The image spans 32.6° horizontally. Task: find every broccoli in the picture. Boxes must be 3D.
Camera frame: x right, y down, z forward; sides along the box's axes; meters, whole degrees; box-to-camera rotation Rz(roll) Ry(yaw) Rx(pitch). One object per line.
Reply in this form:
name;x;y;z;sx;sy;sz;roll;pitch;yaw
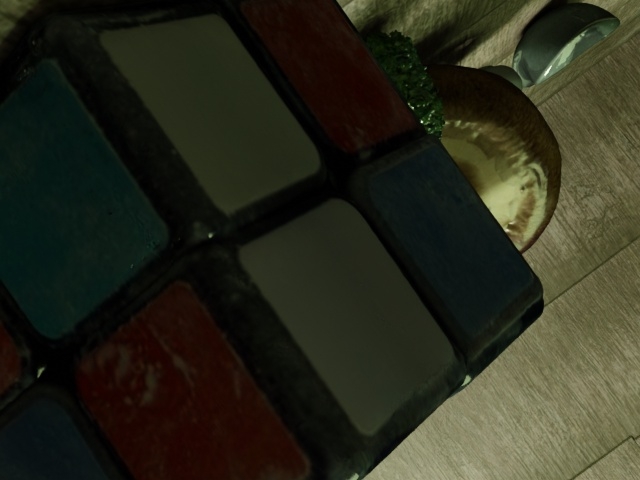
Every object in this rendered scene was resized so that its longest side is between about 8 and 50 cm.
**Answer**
broccoli;0.027;-0.129;1.162;0.194;0.194;0.219;-35;-162;-7

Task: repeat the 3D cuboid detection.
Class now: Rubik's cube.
Rubik's cube;-0.086;0.036;0.780;0.318;0.313;0.316;-38;175;33

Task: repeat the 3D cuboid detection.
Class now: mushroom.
mushroom;0.148;-0.077;1.447;0.345;0.345;0.239;136;-30;-57

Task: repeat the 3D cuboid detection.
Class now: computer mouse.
computer mouse;0.386;-0.329;1.852;0.167;0.090;0.379;-35;180;-3

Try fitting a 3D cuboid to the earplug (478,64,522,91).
earplug;0.170;-0.141;1.624;0.214;0.175;0.325;-22;155;-50
